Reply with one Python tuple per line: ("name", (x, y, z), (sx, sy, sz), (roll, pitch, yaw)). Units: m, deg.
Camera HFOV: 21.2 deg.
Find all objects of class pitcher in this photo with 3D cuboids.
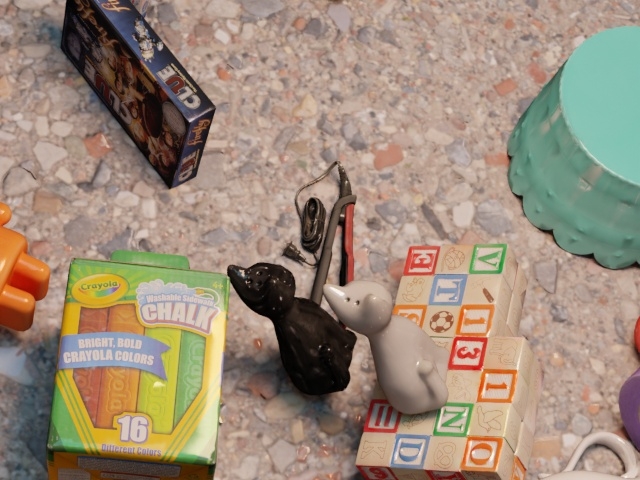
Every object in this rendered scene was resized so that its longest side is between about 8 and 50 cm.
("pitcher", (0.306, 0.303, 1.966), (0.207, 0.125, 0.177), (-8, 45, -29))

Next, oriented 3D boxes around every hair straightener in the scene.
("hair straightener", (0.000, 0.000, 2.082), (0.089, 0.047, 0.230), (9, 61, -9))

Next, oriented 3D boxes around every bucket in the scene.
("bucket", (0.389, -0.124, 2.160), (0.281, 0.183, 0.281), (6, 62, -10))

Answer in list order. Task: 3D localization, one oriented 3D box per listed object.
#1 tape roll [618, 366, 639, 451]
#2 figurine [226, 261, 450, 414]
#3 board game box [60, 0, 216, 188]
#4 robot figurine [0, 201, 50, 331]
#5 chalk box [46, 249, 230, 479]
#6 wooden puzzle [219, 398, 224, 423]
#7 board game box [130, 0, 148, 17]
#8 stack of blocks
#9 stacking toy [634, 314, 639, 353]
("tape roll", (0.446, 0.208, 1.996), (0.080, 0.189, 0.189), (-38, 77, -28))
("figurine", (0.022, 0.097, 1.884), (0.215, 0.209, 0.092), (8, 61, 36))
("board game box", (-0.225, -0.198, 2.067), (0.042, 0.165, 0.243), (-32, 73, -25))
("robot figurine", (-0.416, 0.026, 1.928), (0.219, 0.128, 0.158), (21, 100, -2))
("chalk box", (-0.197, 0.133, 1.885), (0.180, 0.179, 0.289), (5, 63, -6))
("wooden puzzle", (-0.146, 0.187, 1.974), (0.083, 0.006, 0.049), (39, 61, 9))
("board game box", (-0.256, -0.331, 2.171), (0.090, 0.090, 0.020), (38, 61, 7))
("stack of blocks", (0.164, 0.150, 1.973), (0.171, 0.087, 0.297), (-1, 56, 26))
("stacking toy", (0.537, 0.072, 2.131), (0.330, 0.141, 0.141), (-19, 68, -16))
